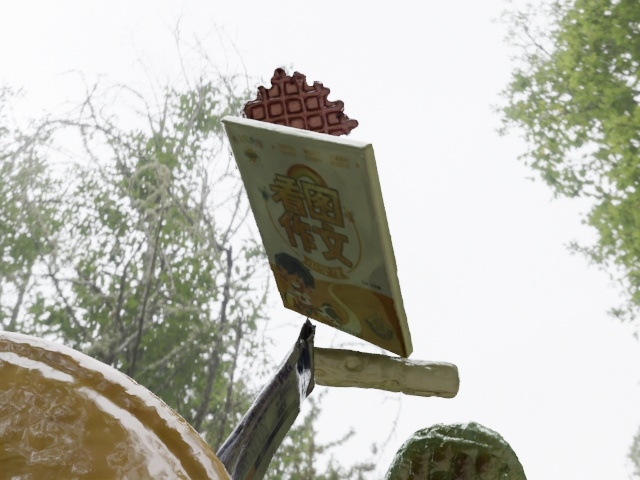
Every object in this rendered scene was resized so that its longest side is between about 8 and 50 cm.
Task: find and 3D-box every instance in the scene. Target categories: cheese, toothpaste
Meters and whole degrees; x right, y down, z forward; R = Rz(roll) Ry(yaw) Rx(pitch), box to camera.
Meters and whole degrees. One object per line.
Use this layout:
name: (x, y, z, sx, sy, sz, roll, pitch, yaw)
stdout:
cheese: (0.066, 0.154, 0.763, 0.194, 0.043, 0.065, 8, -20, -2)
toothpaste: (-0.071, 0.194, 0.534, 0.068, 0.282, 0.099, 38, -39, -5)

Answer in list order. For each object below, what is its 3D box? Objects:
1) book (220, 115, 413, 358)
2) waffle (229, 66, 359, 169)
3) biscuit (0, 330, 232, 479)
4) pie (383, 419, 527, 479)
book: (0.000, 0.000, 0.766, 0.020, 0.208, 0.295, -43, -46, -32)
waffle: (-0.057, -0.193, 1.229, 0.221, 0.055, 0.234, 37, -84, 2)
biscuit: (-0.171, 0.170, 0.233, 0.312, 0.351, 0.057, 17, -51, 5)
pie: (0.251, 0.491, 1.246, 0.306, 0.306, 0.071, -51, -32, 18)
